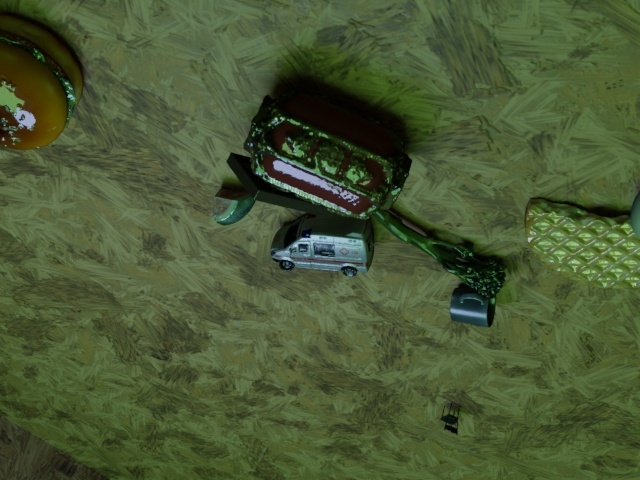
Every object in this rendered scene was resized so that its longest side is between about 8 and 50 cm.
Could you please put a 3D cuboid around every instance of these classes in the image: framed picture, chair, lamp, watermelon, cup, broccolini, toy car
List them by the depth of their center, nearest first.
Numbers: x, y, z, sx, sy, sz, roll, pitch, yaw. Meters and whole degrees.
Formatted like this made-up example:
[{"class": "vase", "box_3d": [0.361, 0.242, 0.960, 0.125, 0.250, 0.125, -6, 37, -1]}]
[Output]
[{"class": "lamp", "box_3d": [0.012, -0.144, 1.466, 0.274, 0.177, 0.177, 21, 142, -6]}, {"class": "framed picture", "box_3d": [-0.068, -0.096, 1.541, 0.168, 0.128, 0.023, 12, 117, -38]}, {"class": "broccolini", "box_3d": [0.191, -0.017, 1.641, 0.392, 0.074, 0.079, 34, -179, -18]}, {"class": "toy car", "box_3d": [0.000, 0.000, 1.707, 0.210, 0.089, 0.108, 5, 140, 13]}, {"class": "watermelon", "box_3d": [-0.169, -0.073, 1.709, 0.092, 0.084, 0.072, -37, 99, 5]}, {"class": "cup", "box_3d": [0.300, 0.126, 1.748, 0.077, 0.078, 0.100, 5, 155, 22]}, {"class": "chair", "box_3d": [0.311, 0.434, 2.121, 0.037, 0.086, 0.042, 26, 137, -8]}]

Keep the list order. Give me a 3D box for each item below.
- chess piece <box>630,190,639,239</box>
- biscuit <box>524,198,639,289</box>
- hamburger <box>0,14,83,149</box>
[{"class": "chess piece", "box_3d": [0.623, -0.023, 1.398, 0.251, 0.144, 0.144, 12, 142, 15]}, {"class": "biscuit", "box_3d": [0.512, 0.019, 1.565, 0.309, 0.040, 0.204, 9, 142, 12]}, {"class": "hamburger", "box_3d": [-0.547, -0.261, 1.535, 0.246, 0.170, 0.246, 9, 142, 7]}]
